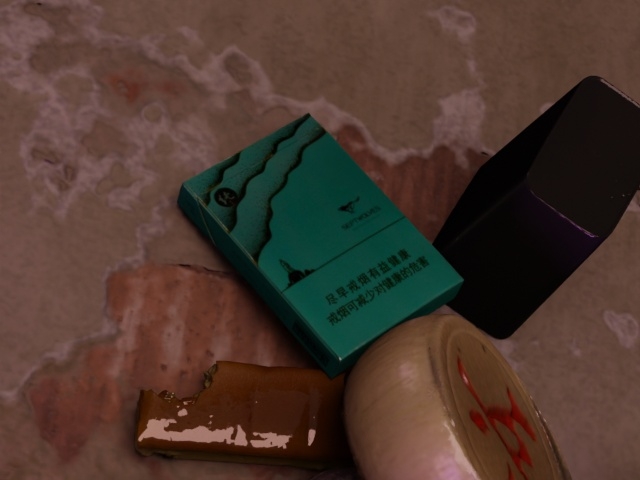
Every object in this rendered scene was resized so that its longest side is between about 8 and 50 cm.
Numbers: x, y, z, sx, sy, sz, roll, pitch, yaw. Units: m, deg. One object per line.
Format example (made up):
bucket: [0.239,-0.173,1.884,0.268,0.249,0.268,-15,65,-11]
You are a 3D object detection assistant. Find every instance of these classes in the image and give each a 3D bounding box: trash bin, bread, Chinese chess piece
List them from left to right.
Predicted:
bread: [-0.054,0.155,1.681,0.226,0.049,0.088,7,65,-16]
Chinese chess piece: [0.122,0.185,1.638,0.250,0.103,0.250,47,24,-28]
trash bin: [0.205,-0.033,1.759,0.115,0.225,0.165,35,60,-2]

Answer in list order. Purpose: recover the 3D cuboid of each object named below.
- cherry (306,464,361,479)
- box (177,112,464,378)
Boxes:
cherry: [0.026,0.286,1.619,0.148,0.115,0.188,1,71,-43]
box: [0.000,0.000,1.748,0.161,0.042,0.226,-31,69,-32]
